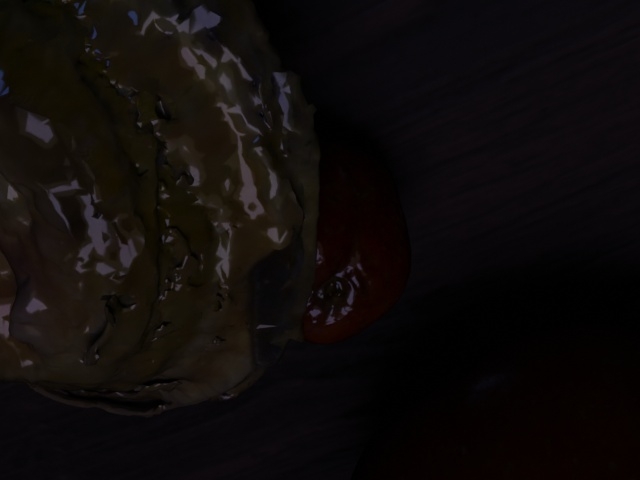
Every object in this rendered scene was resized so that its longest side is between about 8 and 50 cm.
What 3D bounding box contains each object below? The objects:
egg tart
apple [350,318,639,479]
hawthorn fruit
[{"bbox_3d":[-0.162,-0.029,0.816,0.352,0.150,0.352,14,124,21],"label":"egg tart"},{"bbox_3d":[0.174,0.220,0.970,0.349,0.277,0.348,2,131,2],"label":"apple"},{"bbox_3d":[0.000,0.000,0.897,0.128,0.128,0.128,2,131,3],"label":"hawthorn fruit"}]
